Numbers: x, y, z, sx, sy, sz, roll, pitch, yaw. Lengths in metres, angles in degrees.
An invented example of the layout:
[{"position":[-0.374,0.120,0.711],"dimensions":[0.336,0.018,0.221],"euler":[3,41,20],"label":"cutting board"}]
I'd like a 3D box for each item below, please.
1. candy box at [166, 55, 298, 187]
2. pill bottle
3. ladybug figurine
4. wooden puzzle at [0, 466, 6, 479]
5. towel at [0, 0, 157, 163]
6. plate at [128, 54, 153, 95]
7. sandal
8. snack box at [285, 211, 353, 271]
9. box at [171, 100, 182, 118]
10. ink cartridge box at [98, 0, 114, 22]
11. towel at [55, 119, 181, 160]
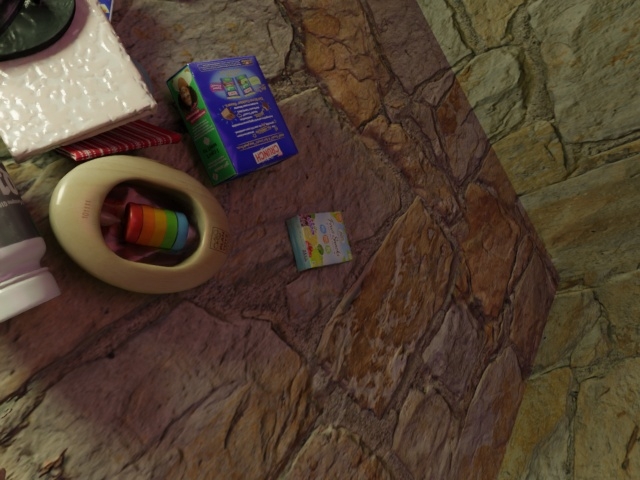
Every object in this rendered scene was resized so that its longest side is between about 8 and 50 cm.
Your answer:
[{"position":[-0.242,-0.343,1.498],"dimensions":[0.268,0.122,0.317],"euler":[-29,96,-47],"label":"candy box"},{"position":[-0.646,-0.021,0.969],"dimensions":[0.204,0.204,0.361],"euler":[-32,100,-46],"label":"pill bottle"},{"position":[-0.409,-0.028,1.227],"dimensions":[0.449,0.161,0.306],"euler":[19,71,-44],"label":"ladybug figurine"},{"position":[-0.660,0.522,0.883],"dimensions":[0.220,0.044,0.239],"euler":[9,74,-44],"label":"wooden puzzle"},{"position":[-0.565,-0.358,1.123],"dimensions":[0.316,0.053,0.332],"euler":[-29,84,-20],"label":"towel"},{"position":[-0.517,-0.414,1.370],"dimensions":[0.188,0.024,0.188],"euler":[18,63,-40],"label":"plate"},{"position":[-0.693,-0.427,1.019],"dimensions":[0.445,0.107,0.168],"euler":[-29,88,-24],"label":"sandal"},{"position":[0.000,0.000,1.714],"dimensions":[0.207,0.070,0.175],"euler":[-8,81,-48],"label":"snack box"},{"position":[-0.325,-0.336,1.527],"dimensions":[0.207,0.036,0.114],"euler":[56,45,-15],"label":"box"},{"position":[-0.598,-0.510,1.253],"dimensions":[0.175,0.069,0.371],"euler":[16,66,-43],"label":"ink cartridge box"},{"position":[-0.491,-0.238,1.231],"dimensions":[0.274,0.198,0.031],"euler":[-26,130,-47],"label":"towel"}]
